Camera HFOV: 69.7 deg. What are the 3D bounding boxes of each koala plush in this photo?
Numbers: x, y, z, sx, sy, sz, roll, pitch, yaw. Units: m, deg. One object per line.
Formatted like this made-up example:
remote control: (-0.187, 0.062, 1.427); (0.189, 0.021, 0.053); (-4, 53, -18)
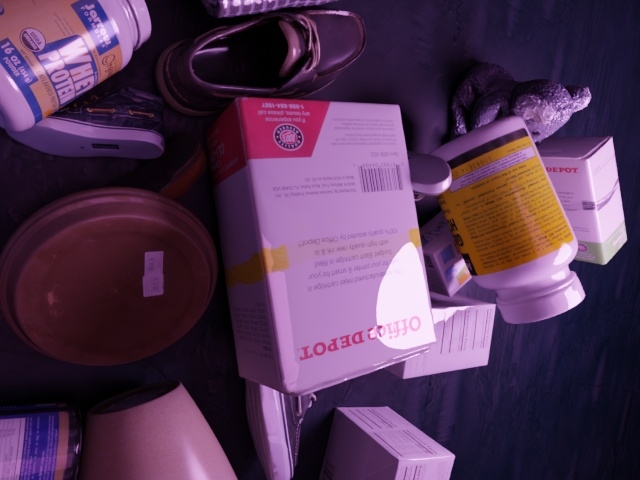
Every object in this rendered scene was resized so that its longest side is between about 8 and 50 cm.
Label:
koala plush: (0.398, -0.265, 0.924); (0.196, 0.221, 0.204); (-17, 108, -29)

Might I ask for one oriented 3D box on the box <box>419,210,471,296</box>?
box: (0.285, 0.008, 0.972); (0.203, 0.103, 0.114); (-37, 116, -22)

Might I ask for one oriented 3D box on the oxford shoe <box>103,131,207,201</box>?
oxford shoe: (-0.243, -0.058, 0.647); (0.212, 0.076, 0.076); (-39, 158, -9)

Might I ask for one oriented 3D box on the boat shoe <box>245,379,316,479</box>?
boat shoe: (-0.060, 0.255, 0.786); (0.119, 0.121, 0.336); (-9, 102, -27)

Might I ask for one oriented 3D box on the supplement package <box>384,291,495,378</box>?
supplement package: (0.222, 0.183, 0.944); (0.243, 0.139, 0.134); (3, 96, -32)

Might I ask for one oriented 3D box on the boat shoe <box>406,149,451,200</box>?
boat shoe: (0.161, -0.109, 0.805); (0.077, 0.219, 0.070); (-23, 116, -8)

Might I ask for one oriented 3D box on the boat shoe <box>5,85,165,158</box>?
boat shoe: (-0.298, -0.158, 0.599); (0.183, 0.065, 0.083); (3, 67, -19)

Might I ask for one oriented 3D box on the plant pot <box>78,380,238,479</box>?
plant pot: (-0.229, 0.352, 0.643); (0.256, 0.256, 0.274); (-12, 89, -31)

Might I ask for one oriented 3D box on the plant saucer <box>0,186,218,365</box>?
plant saucer: (-0.269, 0.063, 0.614); (0.277, 0.041, 0.278); (-14, 124, -23)

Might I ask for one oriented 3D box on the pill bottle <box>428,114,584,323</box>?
pill bottle: (0.331, -0.033, 0.822); (0.187, 0.188, 0.334); (-22, 88, -28)

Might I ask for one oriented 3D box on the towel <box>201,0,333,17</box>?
towel: (-0.086, -0.444, 0.594); (0.234, 0.121, 0.284); (-24, 91, -28)

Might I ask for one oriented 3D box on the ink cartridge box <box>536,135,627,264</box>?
ink cartridge box: (0.579, -0.099, 1.085); (0.114, 0.198, 0.273); (-35, 116, -23)

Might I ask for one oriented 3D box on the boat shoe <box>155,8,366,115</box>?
boat shoe: (-0.059, -0.268, 0.684); (0.355, 0.130, 0.133); (-29, 114, -25)

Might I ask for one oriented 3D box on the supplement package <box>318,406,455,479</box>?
supplement package: (0.109, 0.490, 0.890); (0.145, 0.204, 0.262); (13, 92, -32)

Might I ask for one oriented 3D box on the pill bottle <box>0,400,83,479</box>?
pill bottle: (-0.419, 0.266, 0.558); (0.219, 0.122, 0.123); (8, 94, -33)

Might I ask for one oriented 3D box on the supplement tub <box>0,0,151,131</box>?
supplement tub: (-0.309, -0.233, 0.513); (0.200, 0.144, 0.144); (-49, 121, -27)

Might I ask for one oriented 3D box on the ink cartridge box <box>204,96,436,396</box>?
ink cartridge box: (0.000, 0.000, 0.702); (0.279, 0.160, 0.385); (-7, 87, -32)
